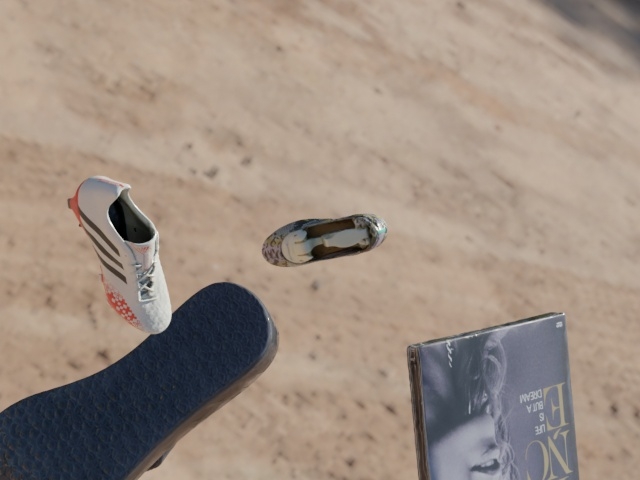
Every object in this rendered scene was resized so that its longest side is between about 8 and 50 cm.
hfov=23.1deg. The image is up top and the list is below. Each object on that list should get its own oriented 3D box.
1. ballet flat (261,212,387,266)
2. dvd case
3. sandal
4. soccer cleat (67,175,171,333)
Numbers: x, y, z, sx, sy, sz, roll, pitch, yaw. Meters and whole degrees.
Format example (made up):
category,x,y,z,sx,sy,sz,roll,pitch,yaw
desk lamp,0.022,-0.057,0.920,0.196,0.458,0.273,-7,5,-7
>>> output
category,x,y,z,sx,sy,sz,roll,pitch,yaw
ballet flat,0.000,0.000,1.350,0.041,0.114,0.041,-12,90,-77
dvd case,0.134,0.173,1.147,0.164,0.221,0.018,-9,5,-43
sandal,-0.136,0.128,1.094,0.097,0.254,0.054,58,-1,23
soccer cleat,-0.084,0.008,0.706,0.029,0.035,0.083,-42,120,-38
